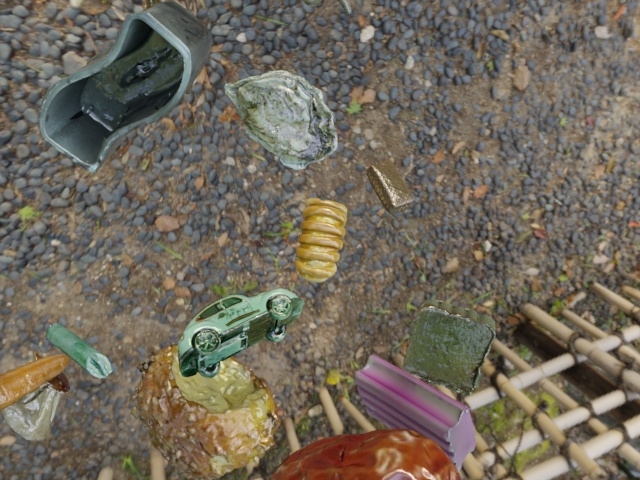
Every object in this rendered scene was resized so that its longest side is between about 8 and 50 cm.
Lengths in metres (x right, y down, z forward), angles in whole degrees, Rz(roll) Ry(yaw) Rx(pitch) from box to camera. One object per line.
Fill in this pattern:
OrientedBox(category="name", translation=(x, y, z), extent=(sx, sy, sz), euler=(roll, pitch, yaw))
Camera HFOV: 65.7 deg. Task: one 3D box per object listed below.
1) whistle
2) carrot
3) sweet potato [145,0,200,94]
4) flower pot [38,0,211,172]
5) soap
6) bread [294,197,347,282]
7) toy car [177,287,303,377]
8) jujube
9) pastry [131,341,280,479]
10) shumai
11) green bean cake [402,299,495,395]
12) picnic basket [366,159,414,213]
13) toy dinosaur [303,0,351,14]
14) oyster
OrientedBox(category="whistle", translation=(-0.427, 0.192, 0.873), extent=(0.039, 0.186, 0.039), euler=(-20, 117, -46))
OrientedBox(category="carrot", translation=(-0.636, 0.299, 1.102), extent=(0.072, 0.205, 0.072), euler=(7, 106, 24))
OrientedBox(category="sweet potato", translation=(-0.309, -0.423, 1.009), extent=(0.077, 0.077, 0.244), euler=(-22, 126, -5))
OrientedBox(category="flower pot", translation=(-0.239, -0.194, 0.614), extent=(0.229, 0.108, 0.103), euler=(-30, 119, 23))
OrientedBox(category="soap", translation=(0.156, 0.287, 0.841), extent=(0.065, 0.203, 0.122), euler=(-40, 129, -26))
OrientedBox(category="bread", translation=(0.000, 0.000, 1.837), extent=(0.172, 0.121, 0.312), euler=(9, 83, 5))
OrientedBox(category="toy car", translation=(-0.186, 0.188, 1.106), extent=(0.305, 0.125, 0.136), euler=(-26, 152, -27))
OrientedBox(category="jujube", translation=(0.044, 0.307, 0.555), extent=(0.250, 0.174, 0.174), euler=(-21, 120, 32))
OrientedBox(category="pastry", translation=(-0.305, 0.464, 1.326), extent=(0.404, 0.292, 0.338), euler=(26, 119, 11))
OrientedBox(category="shumai", translation=(-0.671, 0.370, 1.192), extent=(0.120, 0.201, 0.202), euler=(-24, 115, -11))
OrientedBox(category="green bean cake", translation=(0.291, 0.233, 1.123), extent=(0.172, 0.094, 0.182), euler=(16, 107, 16))
OrientedBox(category="picnic basket", translation=(0.238, -0.189, 1.692), extent=(0.110, 0.194, 0.055), euler=(-18, 159, -27))
OrientedBox(category="toy dinosaur", translation=(-0.064, -0.343, 0.486), extent=(0.077, 0.162, 0.294), euler=(-34, 111, 4))
OrientedBox(category="oyster", translation=(-0.055, -0.190, 0.752), extent=(0.124, 0.064, 0.177), euler=(-37, 97, -1))
